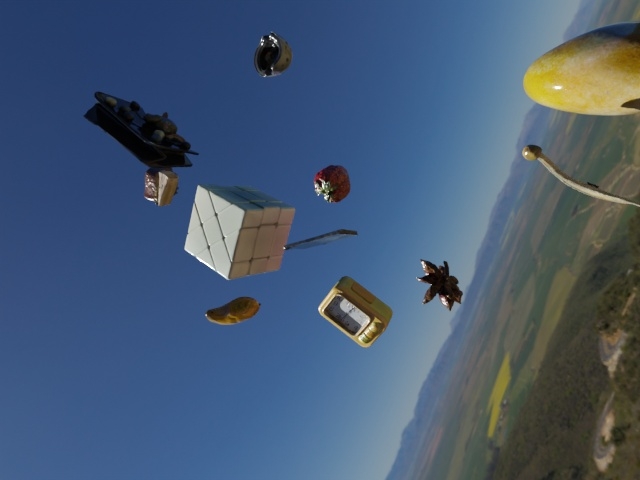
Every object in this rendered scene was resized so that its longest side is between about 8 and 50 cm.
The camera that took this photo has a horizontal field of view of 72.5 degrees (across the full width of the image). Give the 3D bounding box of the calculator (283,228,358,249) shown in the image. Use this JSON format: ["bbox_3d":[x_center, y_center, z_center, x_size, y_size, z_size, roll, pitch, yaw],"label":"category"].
[{"bbox_3d":[0.000,0.000,1.675,0.161,0.262,0.021,3,-106,-63],"label":"calculator"}]

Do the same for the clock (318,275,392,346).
[{"bbox_3d":[0.110,0.223,1.368,0.096,0.202,0.143,-45,-9,-51],"label":"clock"}]

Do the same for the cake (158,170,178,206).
[{"bbox_3d":[-0.525,-0.176,1.489,0.052,0.065,0.121,-12,-47,-52],"label":"cake"}]

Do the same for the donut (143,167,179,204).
[{"bbox_3d":[-0.641,-0.229,1.723,0.186,0.144,0.126,-47,-34,-65],"label":"donut"}]

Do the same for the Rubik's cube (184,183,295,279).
[{"bbox_3d":[-0.352,-0.050,1.913,0.316,0.322,0.318,-9,-60,-54],"label":"Rubik's cube"}]

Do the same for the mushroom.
[{"bbox_3d":[0.614,-0.147,1.044,0.043,0.306,0.068,-62,5,19],"label":"mushroom"}]

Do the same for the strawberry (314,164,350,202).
[{"bbox_3d":[0.054,-0.205,1.535,0.148,0.131,0.131,-37,-31,-20],"label":"strawberry"}]

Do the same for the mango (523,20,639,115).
[{"bbox_3d":[0.675,-0.403,1.042,0.221,0.384,0.199,-53,-50,-17],"label":"mango"}]

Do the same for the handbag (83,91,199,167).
[{"bbox_3d":[-0.589,-0.374,1.491,0.118,0.326,0.269,-54,-11,18],"label":"handbag"}]

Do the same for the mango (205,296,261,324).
[{"bbox_3d":[-0.293,0.244,1.487,0.075,0.190,0.098,-102,-8,-47],"label":"mango"}]

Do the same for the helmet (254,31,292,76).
[{"bbox_3d":[-0.172,-0.716,1.702,0.107,0.177,0.153,-7,-83,-35],"label":"helmet"}]

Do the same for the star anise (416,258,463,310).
[{"bbox_3d":[0.463,0.170,1.668,0.111,0.212,0.196,-20,42,56],"label":"star anise"}]
